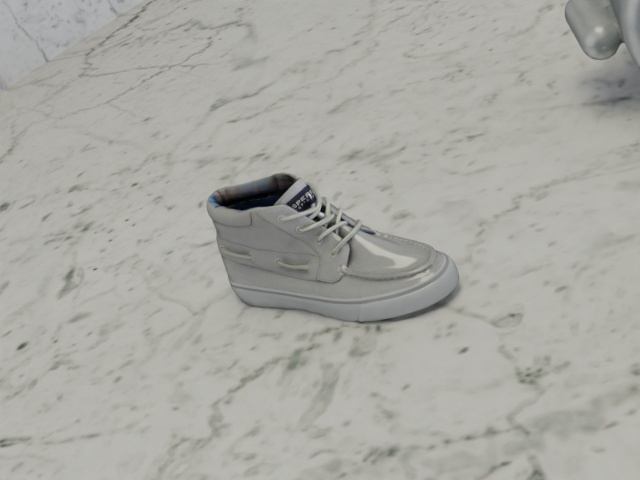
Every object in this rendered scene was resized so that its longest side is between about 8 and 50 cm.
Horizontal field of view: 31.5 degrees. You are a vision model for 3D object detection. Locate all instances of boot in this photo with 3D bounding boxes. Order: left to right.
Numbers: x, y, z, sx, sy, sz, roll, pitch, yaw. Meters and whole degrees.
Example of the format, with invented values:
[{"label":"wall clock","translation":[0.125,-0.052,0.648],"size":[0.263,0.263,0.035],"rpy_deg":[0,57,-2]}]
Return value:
[{"label":"boot","translation":[0.000,0.000,1.083],"size":[0.258,0.123,0.095],"rpy_deg":[-1,34,34]}]

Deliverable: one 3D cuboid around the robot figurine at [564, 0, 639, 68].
[{"label":"robot figurine","translation":[0.409,-0.281,1.215],"size":[0.299,0.200,0.353],"rpy_deg":[-17,28,16]}]
